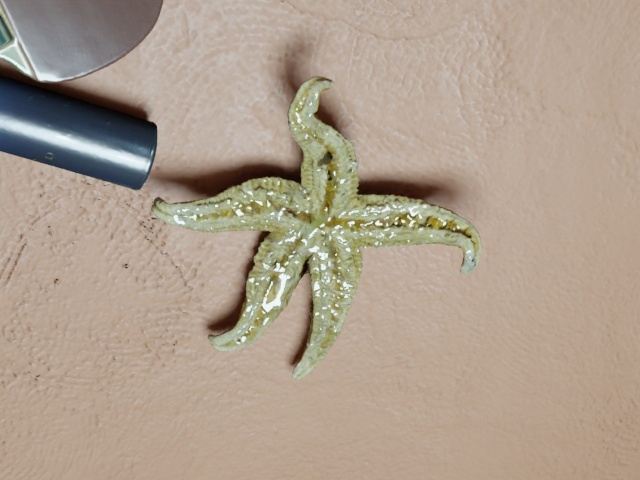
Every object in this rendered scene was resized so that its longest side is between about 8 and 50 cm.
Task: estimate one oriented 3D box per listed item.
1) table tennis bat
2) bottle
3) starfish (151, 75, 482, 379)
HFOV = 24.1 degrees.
[{"bbox_3d":[-0.273,-0.210,1.408,0.274,0.021,0.154,-30,114,-14],"label":"table tennis bat"},{"bbox_3d":[-0.282,-0.117,1.466,0.244,0.082,0.072,15,138,-21],"label":"bottle"},{"bbox_3d":[0.002,-0.007,1.569,0.327,0.094,0.375,-7,126,4],"label":"starfish"}]
